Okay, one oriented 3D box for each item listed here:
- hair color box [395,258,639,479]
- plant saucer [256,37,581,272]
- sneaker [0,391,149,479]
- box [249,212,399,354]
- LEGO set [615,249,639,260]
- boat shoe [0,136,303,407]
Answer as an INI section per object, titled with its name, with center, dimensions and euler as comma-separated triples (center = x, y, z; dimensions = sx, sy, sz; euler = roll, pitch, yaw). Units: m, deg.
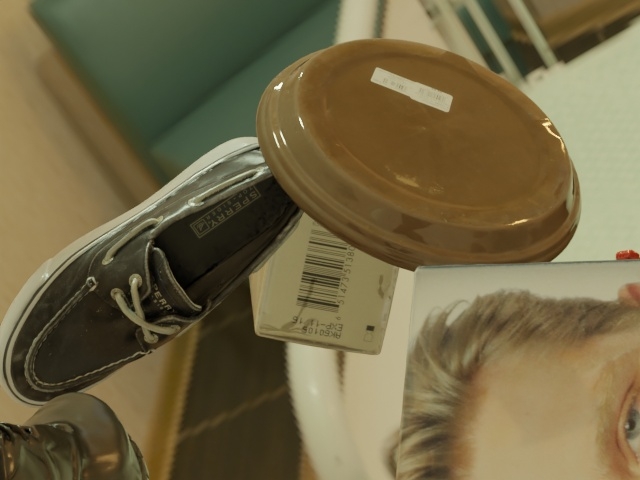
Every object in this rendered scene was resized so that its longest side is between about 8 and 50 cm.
[hair color box]
center = 0.190, 0.096, 0.574
dimensions = 0.347, 0.105, 0.174
euler = -4, 75, 40
[plant saucer]
center = 0.086, -0.077, 1.349
dimensions = 0.278, 0.278, 0.041
euler = -71, 1, -51
[sneaker]
center = -0.187, 0.155, 1.041
dimensions = 0.109, 0.130, 0.286
euler = -20, 19, 11
[box]
center = 0.000, 0.000, 1.652
dimensions = 0.121, 0.148, 0.311
euler = 9, 9, -6
[LEGO set]
center = 0.225, 0.053, 1.238
dimensions = 0.244, 0.060, 0.182
euler = -55, 8, 34
[boat shoe]
center = -0.133, 0.034, 1.345
dimensions = 0.301, 0.108, 0.102
euler = -37, 24, -5
